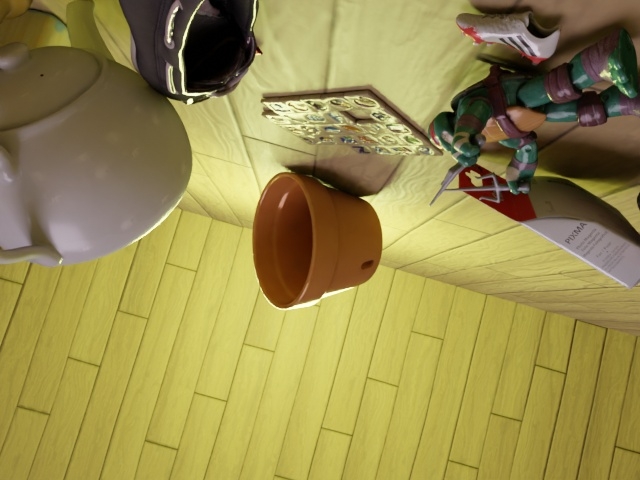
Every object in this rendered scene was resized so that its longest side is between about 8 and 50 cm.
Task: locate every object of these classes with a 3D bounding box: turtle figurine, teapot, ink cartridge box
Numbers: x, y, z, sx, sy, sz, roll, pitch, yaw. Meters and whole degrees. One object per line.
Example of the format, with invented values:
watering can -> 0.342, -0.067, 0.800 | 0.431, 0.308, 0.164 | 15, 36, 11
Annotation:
turtle figurine -> 0.178, -0.107, 0.523 | 0.175, 0.118, 0.234 | -3, 171, -45
teapot -> -0.268, -0.108, 0.571 | 0.256, 0.252, 0.187 | 35, 155, 38
ink cartridge box -> 0.291, -0.051, 0.710 | 0.232, 0.066, 0.189 | 34, -155, -1

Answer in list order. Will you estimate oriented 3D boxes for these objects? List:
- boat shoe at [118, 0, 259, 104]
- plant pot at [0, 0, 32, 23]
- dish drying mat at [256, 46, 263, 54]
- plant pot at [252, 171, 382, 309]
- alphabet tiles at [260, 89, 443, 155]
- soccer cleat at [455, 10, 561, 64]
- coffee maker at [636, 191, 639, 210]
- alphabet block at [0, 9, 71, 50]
boat shoe -> -0.105, -0.178, 0.494 | 0.095, 0.112, 0.335 | 45, 173, 1
plant pot -> -0.374, -0.208, 0.434 | 0.254, 0.239, 0.254 | 16, 174, 2
dish drying mat -> -0.108, -0.226, 0.652 | 0.083, 0.008, 0.032 | 10, 170, 35
plant pot -> 0.000, 0.000, 1.224 | 0.203, 0.291, 0.291 | 0, -178, -30
alphabet tiles -> 0.032, -0.166, 0.818 | 0.237, 0.009, 0.198 | 10, 171, 42
soccer cleat -> 0.151, -0.171, 0.448 | 0.083, 0.029, 0.036 | 25, 147, 7
coffee maker -> 0.434, -0.009, 0.646 | 0.178, 0.120, 0.171 | 40, -174, -44
alphabet block -> -0.438, -0.201, 0.789 | 0.193, 0.197, 0.192 | 14, 173, 10
